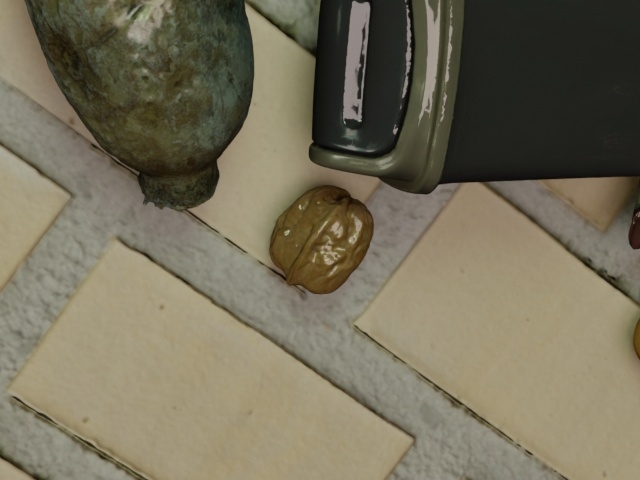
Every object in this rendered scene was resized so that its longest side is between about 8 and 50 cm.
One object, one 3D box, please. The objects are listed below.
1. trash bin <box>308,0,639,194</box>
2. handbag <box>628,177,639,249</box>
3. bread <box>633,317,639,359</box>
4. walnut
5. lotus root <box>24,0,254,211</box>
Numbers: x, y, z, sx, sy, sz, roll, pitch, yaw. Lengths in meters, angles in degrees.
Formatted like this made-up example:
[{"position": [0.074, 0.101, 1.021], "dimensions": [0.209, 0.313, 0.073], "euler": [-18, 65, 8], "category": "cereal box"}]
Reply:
[{"position": [0.136, -0.146, 1.178], "dimensions": [0.290, 0.182, 0.209], "euler": [0, 103, -19], "category": "trash bin"}, {"position": [0.380, -0.102, 1.271], "dimensions": [0.213, 0.127, 0.235], "euler": [1, 101, -12], "category": "handbag"}, {"position": [0.408, 0.121, 1.360], "dimensions": [0.239, 0.074, 0.092], "euler": [28, 101, -18], "category": "bread"}, {"position": [0.000, 0.000, 1.234], "dimensions": [0.079, 0.082, 0.096], "euler": [38, 94, 9], "category": "walnut"}, {"position": [-0.137, -0.183, 1.108], "dimensions": [0.175, 0.175, 0.349], "euler": [-20, 110, -8], "category": "lotus root"}]
